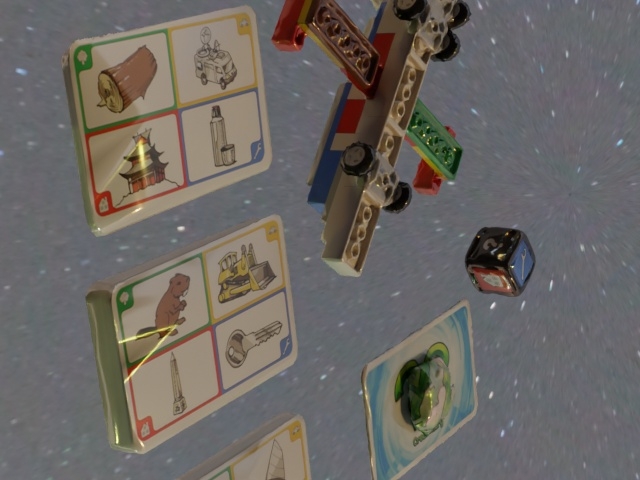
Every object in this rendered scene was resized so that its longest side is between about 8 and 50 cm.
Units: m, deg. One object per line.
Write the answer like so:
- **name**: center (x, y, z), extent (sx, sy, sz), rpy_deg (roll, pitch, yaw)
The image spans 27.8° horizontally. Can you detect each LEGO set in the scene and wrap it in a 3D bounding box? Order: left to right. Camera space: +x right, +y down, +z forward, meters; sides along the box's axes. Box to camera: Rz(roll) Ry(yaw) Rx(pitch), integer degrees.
- **LEGO set**: center (0.000, 0.000, 0.447), extent (0.060, 0.244, 0.182), rpy_deg (6, -69, 36)
